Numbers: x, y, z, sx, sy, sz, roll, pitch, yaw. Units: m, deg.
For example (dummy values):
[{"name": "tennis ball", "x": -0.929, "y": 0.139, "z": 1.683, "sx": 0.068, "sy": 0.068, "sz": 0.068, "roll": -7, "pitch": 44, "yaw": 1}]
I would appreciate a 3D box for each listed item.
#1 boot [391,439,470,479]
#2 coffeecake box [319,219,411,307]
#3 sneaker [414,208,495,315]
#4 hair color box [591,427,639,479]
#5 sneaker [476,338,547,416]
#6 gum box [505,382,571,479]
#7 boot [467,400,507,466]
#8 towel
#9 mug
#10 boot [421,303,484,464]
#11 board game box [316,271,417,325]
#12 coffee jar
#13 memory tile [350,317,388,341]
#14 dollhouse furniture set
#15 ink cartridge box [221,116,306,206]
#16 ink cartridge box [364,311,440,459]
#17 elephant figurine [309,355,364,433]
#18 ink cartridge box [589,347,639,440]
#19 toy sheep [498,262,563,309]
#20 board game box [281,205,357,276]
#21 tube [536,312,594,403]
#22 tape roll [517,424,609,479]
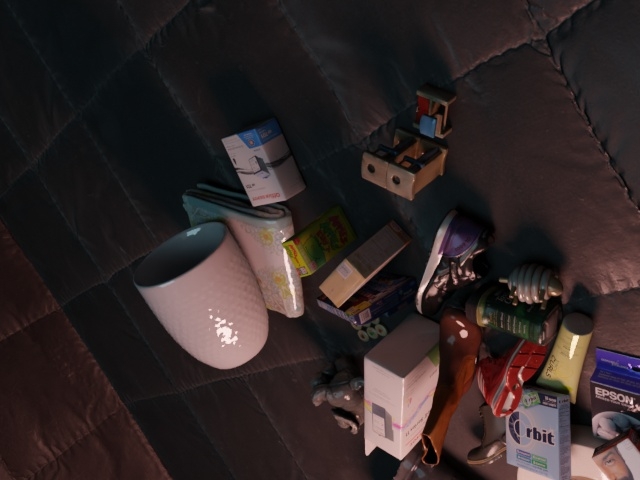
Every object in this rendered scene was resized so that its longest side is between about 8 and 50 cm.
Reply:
[{"name": "boot", "x": 0.378, "y": 0.780, "z": 2.109, "sx": 0.445, "sy": 0.146, "sz": 0.367, "roll": 33, "pitch": 139, "yaw": 17}, {"name": "coffeecake box", "x": 0.103, "y": 0.052, "z": 1.788, "sx": 0.068, "sy": 0.185, "sz": 0.142, "roll": 47, "pitch": 140, "yaw": 7}, {"name": "sneaker", "x": 0.290, "y": 0.076, "z": 1.692, "sx": 0.124, "sy": 0.107, "sz": 0.283, "roll": 28, "pitch": 135, "yaw": 20}, {"name": "hair color box", "x": 0.637, "y": 0.474, "z": 1.577, "sx": 0.093, "sy": 0.053, "sz": 0.167, "roll": -43, "pitch": 79, "yaw": 29}, {"name": "sneaker", "x": 0.404, "y": 0.264, "z": 1.729, "sx": 0.221, "sy": 0.087, "sz": 0.128, "roll": -67, "pitch": 32, "yaw": 19}, {"name": "gum box", "x": 0.475, "y": 0.415, "z": 1.725, "sx": 0.157, "sy": 0.041, "sz": 0.185, "roll": 4, "pitch": 96, "yaw": 59}, {"name": "boot", "x": 0.403, "y": 0.455, "z": 1.892, "sx": 0.198, "sy": 0.077, "sz": 0.137, "roll": -39, "pitch": 84, "yaw": 38}, {"name": "towel", "x": -0.207, "y": 0.021, "z": 2.155, "sx": 0.374, "sy": 0.090, "sz": 0.321, "roll": 18, "pitch": 133, "yaw": 35}, {"name": "mug", "x": -0.301, "y": 0.147, "z": 2.100, "sx": 0.328, "sy": 0.276, "sz": 0.374, "roll": 61, "pitch": 172, "yaw": -25}, {"name": "boot", "x": 0.264, "y": 0.309, "z": 1.711, "sx": 0.096, "sy": 0.280, "sz": 0.264, "roll": 17, "pitch": 140, "yaw": 20}, {"name": "board game box", "x": 0.098, "y": 0.131, "z": 1.883, "sx": 0.194, "sy": 0.194, "sz": 0.060, "roll": 20, "pitch": 131, "yaw": 53}, {"name": "coffee jar", "x": 0.399, "y": 0.150, "z": 1.639, "sx": 0.184, "sy": 0.096, "sz": 0.079, "roll": 16, "pitch": 125, "yaw": 36}, {"name": "memory tile", "x": 0.106, "y": 0.192, "z": 2.026, "sx": 0.113, "sy": 0.012, "sz": 0.148, "roll": -25, "pitch": 99, "yaw": 50}, {"name": "dollhouse furniture set", "x": 0.173, "y": -0.207, "z": 1.571, "sx": 0.129, "sy": 0.129, "sz": 0.184, "roll": 28, "pitch": 136, "yaw": 28}, {"name": "ink cartridge box", "x": -0.139, "y": -0.190, "z": 1.931, "sx": 0.139, "sy": 0.082, "sz": 0.191, "roll": -8, "pitch": 111, "yaw": 47}, {"name": "ink cartridge box", "x": 0.209, "y": 0.378, "z": 1.907, "sx": 0.119, "sy": 0.207, "sz": 0.354, "roll": 25, "pitch": 134, "yaw": 32}, {"name": "elephant figurine", "x": 0.088, "y": 0.446, "z": 2.150, "sx": 0.169, "sy": 0.186, "sz": 0.239, "roll": -27, "pitch": 114, "yaw": 8}, {"name": "ink cartridge box", "x": 0.646, "y": 0.332, "z": 1.572, "sx": 0.206, "sy": 0.045, "sz": 0.208, "roll": 10, "pitch": 124, "yaw": 40}, {"name": "toy sheep", "x": 0.421, "y": 0.088, "z": 1.578, "sx": 0.132, "sy": 0.091, "sz": 0.091, "roll": 9, "pitch": 125, "yaw": 28}, {"name": "board game box", "x": 0.000, "y": 0.000, "z": 1.854, "sx": 0.043, "sy": 0.181, "sz": 0.092, "roll": -18, "pitch": 104, "yaw": 50}, {"name": "tube", "x": 0.513, "y": 0.251, "z": 1.636, "sx": 0.240, "sy": 0.062, "sz": 0.070, "roll": 89, "pitch": 169, "yaw": -45}, {"name": "tape roll", "x": 0.631, "y": 0.588, "z": 1.757, "sx": 0.392, "sy": 0.072, "sz": 0.392, "roll": 26, "pitch": 134, "yaw": 30}]
